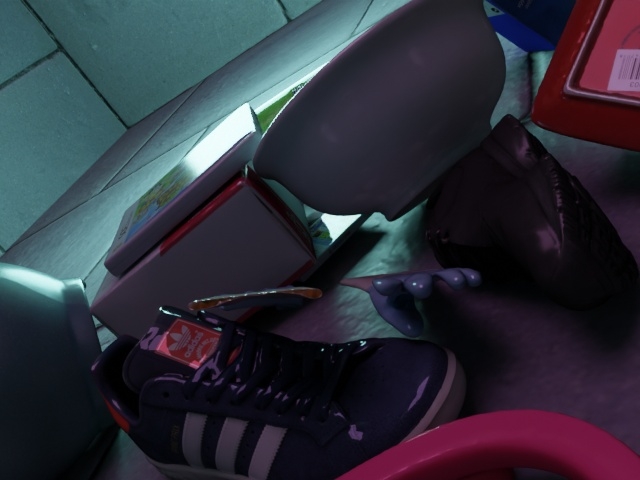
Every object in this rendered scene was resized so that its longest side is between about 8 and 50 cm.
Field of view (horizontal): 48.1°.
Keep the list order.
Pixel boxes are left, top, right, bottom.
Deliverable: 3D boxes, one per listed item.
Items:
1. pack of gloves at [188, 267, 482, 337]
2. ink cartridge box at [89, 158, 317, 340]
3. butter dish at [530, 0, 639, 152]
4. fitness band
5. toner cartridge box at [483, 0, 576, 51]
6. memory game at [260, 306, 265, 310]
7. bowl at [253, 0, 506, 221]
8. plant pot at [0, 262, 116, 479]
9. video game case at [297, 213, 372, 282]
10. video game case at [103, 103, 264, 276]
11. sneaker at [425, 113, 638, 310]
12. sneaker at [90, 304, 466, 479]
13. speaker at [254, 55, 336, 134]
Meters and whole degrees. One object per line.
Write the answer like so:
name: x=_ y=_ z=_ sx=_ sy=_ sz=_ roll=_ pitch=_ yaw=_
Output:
pack of gloves: x=0.011 y=0.053 z=0.554 sx=0.195 sy=0.046 sz=0.232 roll=-7 pitch=-3 yaw=-4
ink cartridge box: x=-0.136 y=-0.005 z=0.886 sx=0.226 sy=0.131 sz=0.306 roll=-40 pitch=18 yaw=10
butter dish: x=0.279 y=-0.130 z=0.582 sx=0.160 sy=0.118 sz=0.160 roll=21 pitch=84 yaw=37
fitness band: x=0.043 y=0.197 z=0.354 sx=0.291 sy=0.054 sz=0.209 roll=-34 pitch=22 yaw=12
toner cartridge box: x=0.303 y=-0.437 z=0.914 sx=0.348 sy=0.165 sz=0.075 roll=-65 pitch=25 yaw=2
memory game: x=-0.083 y=0.049 z=0.911 sx=0.186 sy=0.012 sz=0.186 roll=-31 pitch=23 yaw=14
bowl: x=0.086 y=-0.113 z=0.744 sx=0.298 sy=0.134 sz=0.298 roll=-36 pitch=-7 yaw=-5
plant pot: x=-0.339 y=0.147 z=0.795 sx=0.196 sy=0.293 sz=0.293 roll=-16 pitch=15 yaw=-19
video game case: x=0.000 y=0.000 z=0.849 sx=0.122 sy=0.011 sz=0.087 roll=-45 pitch=23 yaw=-18
video game case: x=-0.152 y=-0.067 z=0.817 sx=0.212 sy=0.023 sz=0.193 roll=-40 pitch=20 yaw=6
sneaker: x=0.150 y=-0.006 z=0.565 sx=0.130 sy=0.109 sz=0.286 roll=-38 pitch=11 yaw=15
sneaker: x=-0.061 y=0.111 z=0.560 sx=0.350 sy=0.148 sz=0.131 roll=-19 pitch=28 yaw=39
speaker: x=-0.003 y=-0.206 z=1.154 sx=0.296 sy=0.131 sz=0.131 roll=-30 pitch=22 yaw=17
